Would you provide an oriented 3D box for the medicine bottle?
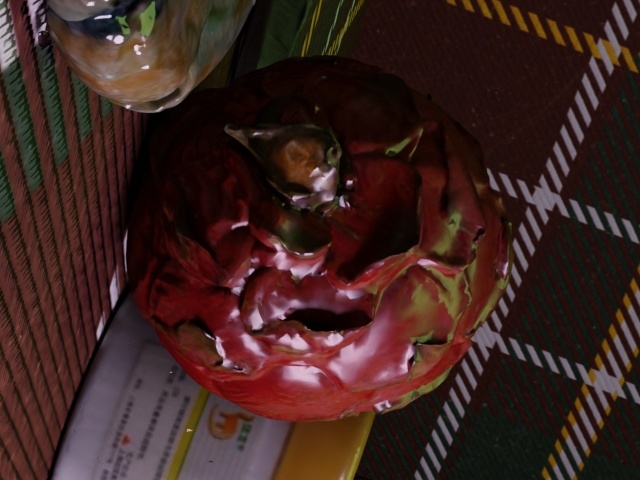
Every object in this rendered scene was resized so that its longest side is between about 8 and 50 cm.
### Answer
[{"bbox_3d":[-0.088,0.176,1.295,0.238,0.232,0.238,19,90,-89],"label":"medicine bottle"}]

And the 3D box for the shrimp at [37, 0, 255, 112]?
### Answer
[{"bbox_3d":[-0.058,-0.184,0.724,0.360,0.085,0.247,-41,146,-79],"label":"shrimp"}]

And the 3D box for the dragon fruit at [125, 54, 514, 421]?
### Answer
[{"bbox_3d":[0.000,0.000,1.122,0.277,0.277,0.342,-69,159,-11],"label":"dragon fruit"}]

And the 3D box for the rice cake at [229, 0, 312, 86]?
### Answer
[{"bbox_3d":[-0.036,-0.212,1.343,0.270,0.055,0.049,108,-8,-46],"label":"rice cake"}]
